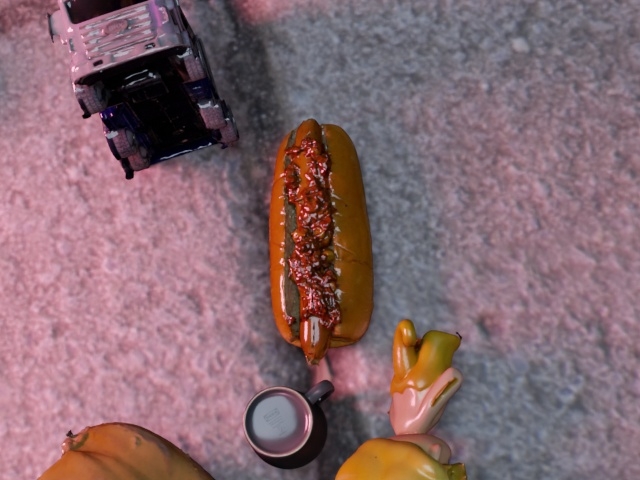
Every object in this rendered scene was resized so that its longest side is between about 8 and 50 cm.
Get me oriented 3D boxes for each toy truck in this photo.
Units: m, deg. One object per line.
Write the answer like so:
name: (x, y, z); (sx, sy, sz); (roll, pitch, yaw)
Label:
toy truck: (-0.169, -0.174, 1.459); (0.124, 0.268, 0.155); (-18, 74, 1)

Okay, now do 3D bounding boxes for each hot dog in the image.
hot dog: (0.000, 0.000, 1.498); (0.102, 0.076, 0.249); (-2, 76, 2)

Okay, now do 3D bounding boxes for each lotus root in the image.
lotus root: (-0.127, 0.311, 1.400); (0.343, 0.151, 0.169); (44, 45, 12)

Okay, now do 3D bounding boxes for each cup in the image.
cup: (-0.027, 0.169, 1.462); (0.100, 0.077, 0.078); (-44, 77, -5)

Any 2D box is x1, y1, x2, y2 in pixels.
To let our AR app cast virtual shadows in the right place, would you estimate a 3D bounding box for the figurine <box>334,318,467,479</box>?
figurine: (0.081, 0.203, 1.415); (0.131, 0.156, 0.246); (22, 62, -24)
